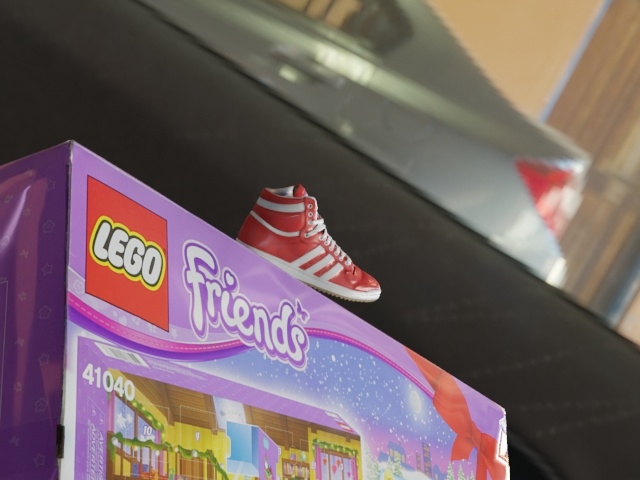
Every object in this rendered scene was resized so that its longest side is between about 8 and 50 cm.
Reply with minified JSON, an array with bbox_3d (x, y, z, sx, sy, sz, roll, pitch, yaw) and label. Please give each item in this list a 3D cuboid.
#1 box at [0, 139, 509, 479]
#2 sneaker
[{"bbox_3d":[-0.015,0.116,0.552,0.057,0.201,0.293,-17,-30,28],"label":"box"},{"bbox_3d":[0.000,0.000,1.188,0.118,0.067,0.042,20,7,-20],"label":"sneaker"}]
